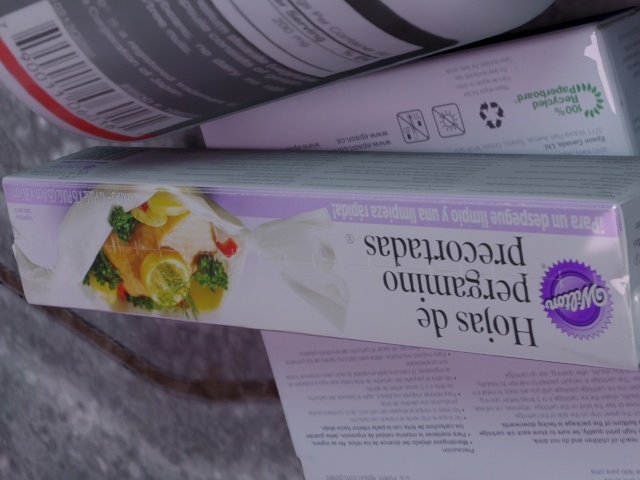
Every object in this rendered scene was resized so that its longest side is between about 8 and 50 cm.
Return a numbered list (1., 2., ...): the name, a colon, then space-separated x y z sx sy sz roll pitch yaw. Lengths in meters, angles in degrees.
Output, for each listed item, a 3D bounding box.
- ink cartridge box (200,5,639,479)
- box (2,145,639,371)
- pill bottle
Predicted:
1. ink cartridge box: 0.063 0.029 0.726 0.223 0.045 0.224 -6 103 43
2. box: 0.000 0.000 0.692 0.324 0.067 0.063 3 110 39
3. pill bottle: 0.000 -0.141 0.640 0.283 0.161 0.161 -13 97 42
